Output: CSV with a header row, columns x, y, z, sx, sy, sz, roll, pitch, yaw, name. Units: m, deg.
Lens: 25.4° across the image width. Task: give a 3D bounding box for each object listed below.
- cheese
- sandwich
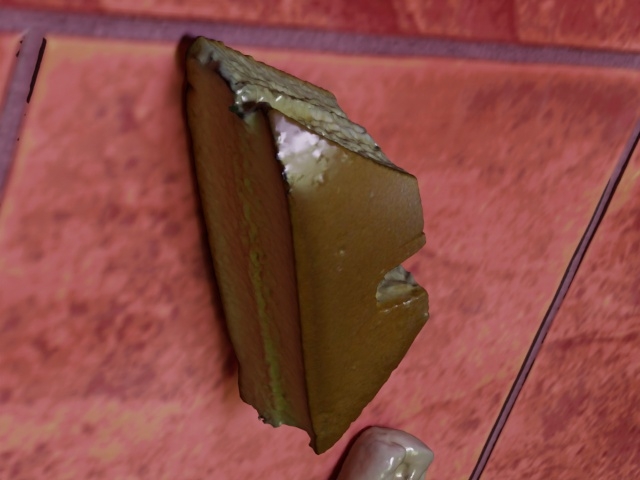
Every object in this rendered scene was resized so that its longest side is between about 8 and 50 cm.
x,y,z,sx,sy,sz,roll,pitch,yaw,name
0.012,0.208,0.942,0.065,0.043,0.194,8,115,-52,cheese
0.000,0.000,0.705,0.088,0.090,0.244,-30,140,-24,sandwich
